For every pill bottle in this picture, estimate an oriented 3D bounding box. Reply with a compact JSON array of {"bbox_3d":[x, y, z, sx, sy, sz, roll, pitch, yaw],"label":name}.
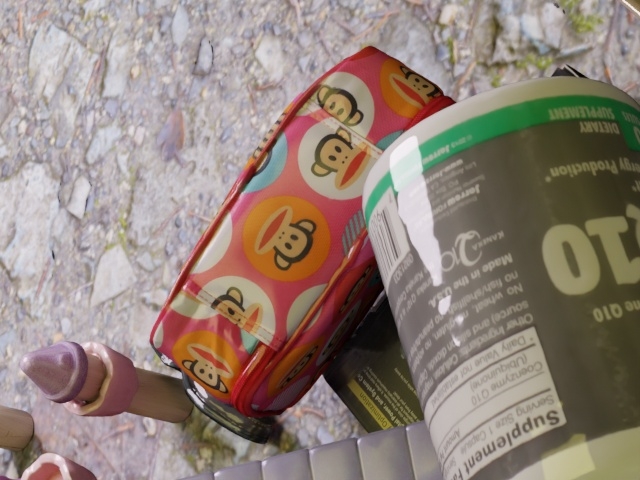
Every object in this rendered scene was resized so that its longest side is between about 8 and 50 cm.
[{"bbox_3d":[0.166,0.096,1.136,0.204,0.204,0.361,-33,60,29],"label":"pill bottle"}]

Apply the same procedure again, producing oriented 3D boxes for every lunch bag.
[{"bbox_3d":[0.000,0.000,1.418,0.120,0.258,0.293,35,90,10],"label":"lunch bag"}]

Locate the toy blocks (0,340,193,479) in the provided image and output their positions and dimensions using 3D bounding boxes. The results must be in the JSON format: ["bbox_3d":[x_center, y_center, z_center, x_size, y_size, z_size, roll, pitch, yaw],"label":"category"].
[{"bbox_3d":[-0.292,0.251,1.570,0.288,0.260,0.309,-14,67,37],"label":"toy blocks"}]

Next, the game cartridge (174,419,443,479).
[{"bbox_3d":[0.027,0.313,1.242,0.230,0.068,0.355,-17,66,15],"label":"game cartridge"}]

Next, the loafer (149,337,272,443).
[{"bbox_3d":[-0.089,0.113,1.576,0.061,0.062,0.170,-52,51,9],"label":"loafer"}]

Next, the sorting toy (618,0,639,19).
[{"bbox_3d":[0.307,-0.269,1.374,0.229,0.041,0.307,-49,51,12],"label":"sorting toy"}]

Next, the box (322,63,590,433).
[{"bbox_3d":[0.214,0.109,1.291,0.318,0.097,0.395,-53,50,13],"label":"box"}]
